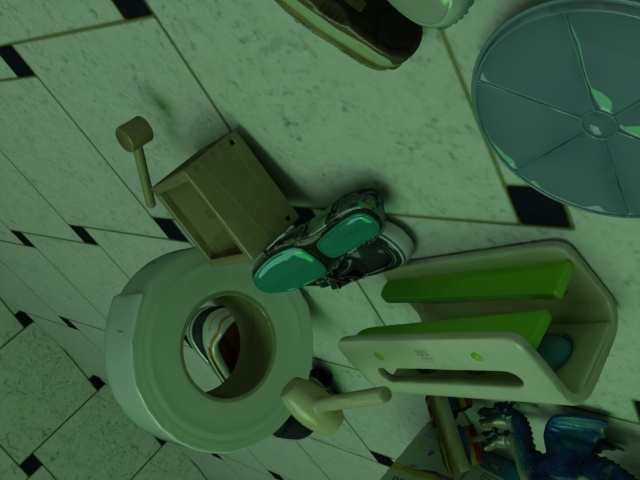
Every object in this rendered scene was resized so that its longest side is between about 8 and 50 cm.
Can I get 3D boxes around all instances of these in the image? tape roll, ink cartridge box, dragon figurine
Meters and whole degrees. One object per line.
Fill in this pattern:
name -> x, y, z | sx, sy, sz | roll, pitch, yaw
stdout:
tape roll -> -0.150, 0.146, 1.025 | 0.286, 0.286, 0.100 | 48, 150, -23
ink cartridge box -> 0.173, 0.428, 1.109 | 0.171, 0.232, 0.168 | 21, 116, 25
dragon figurine -> 0.318, 0.266, 0.899 | 0.289, 0.144, 0.085 | -8, 138, 34

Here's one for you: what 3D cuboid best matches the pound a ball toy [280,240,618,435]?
pound a ball toy -> 0.128, 0.134, 0.783 | 0.136, 0.208, 0.319 | 46, 149, -20

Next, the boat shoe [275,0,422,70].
boat shoe -> -0.011, -0.197, 0.581 | 0.190, 0.068, 0.072 | 41, 163, -11

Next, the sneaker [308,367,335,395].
sneaker -> 0.001, 0.263, 1.287 | 0.063, 0.075, 0.170 | 2, 163, 21

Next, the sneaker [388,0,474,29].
sneaker -> 0.019, -0.224, 0.473 | 0.087, 0.092, 0.229 | -8, 132, 50

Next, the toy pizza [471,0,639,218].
toy pizza -> 0.207, -0.093, 0.533 | 0.201, 0.032, 0.201 | 25, 151, 15

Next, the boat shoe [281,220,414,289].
boat shoe -> 0.012, 0.025, 0.881 | 0.228, 0.076, 0.080 | -1, 136, 49

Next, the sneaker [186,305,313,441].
sneaker -> -0.102, 0.246, 1.296 | 0.321, 0.126, 0.127 | 48, 155, -19

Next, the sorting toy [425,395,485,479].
sorting toy -> 0.185, 0.248, 0.993 | 0.046, 0.132, 0.274 | -15, 157, -1

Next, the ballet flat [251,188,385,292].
ballet flat -> 0.000, 0.000, 0.820 | 0.188, 0.070, 0.070 | -28, 116, 32

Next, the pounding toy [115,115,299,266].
pounding toy -> -0.148, -0.077, 0.895 | 0.206, 0.094, 0.181 | 54, 153, -14
